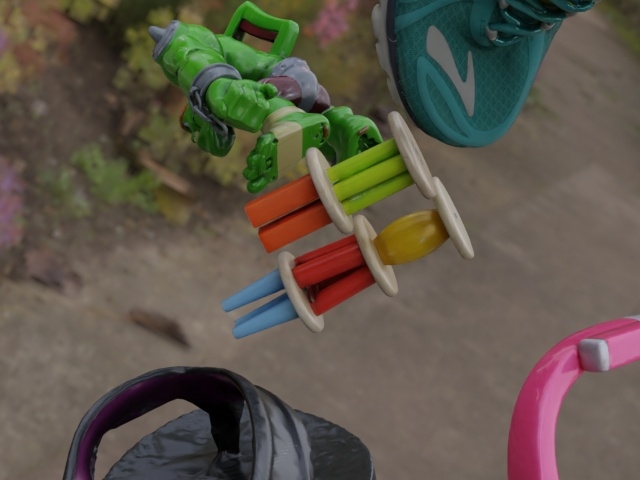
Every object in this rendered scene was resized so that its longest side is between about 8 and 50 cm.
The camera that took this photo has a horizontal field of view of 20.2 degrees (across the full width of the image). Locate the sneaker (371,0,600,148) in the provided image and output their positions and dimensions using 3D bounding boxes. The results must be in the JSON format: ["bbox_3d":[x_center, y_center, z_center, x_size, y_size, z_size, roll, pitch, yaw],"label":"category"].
[{"bbox_3d":[0.103,-0.148,0.879,0.107,0.275,0.110,-7,46,-27],"label":"sneaker"}]

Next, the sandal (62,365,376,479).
[{"bbox_3d":[-0.072,0.139,0.923,0.167,0.107,0.446,-2,12,12],"label":"sandal"}]

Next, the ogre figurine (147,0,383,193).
[{"bbox_3d":[-0.030,-0.085,1.115,0.197,0.097,0.118,-9,41,-45],"label":"ogre figurine"}]

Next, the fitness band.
[{"bbox_3d":[0.262,0.165,1.419,0.291,0.209,0.054,-10,5,-41],"label":"fitness band"}]

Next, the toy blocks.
[{"bbox_3d":[0.000,0.000,1.019,0.123,0.148,0.054,53,14,-51],"label":"toy blocks"}]
